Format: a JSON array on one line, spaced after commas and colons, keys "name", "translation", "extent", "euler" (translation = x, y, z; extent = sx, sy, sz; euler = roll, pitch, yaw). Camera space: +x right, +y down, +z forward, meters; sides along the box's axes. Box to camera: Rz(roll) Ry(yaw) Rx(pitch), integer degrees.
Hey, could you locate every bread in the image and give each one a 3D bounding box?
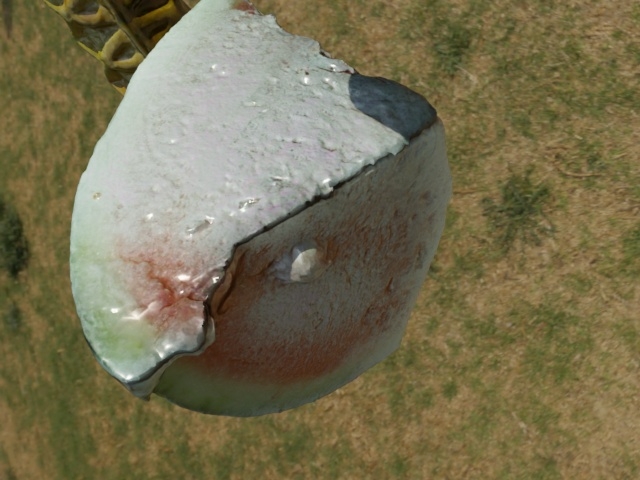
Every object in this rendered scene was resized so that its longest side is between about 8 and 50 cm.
[{"name": "bread", "translation": [-0.188, -0.225, 0.595], "extent": [0.098, 0.269, 0.087], "euler": [-15, 44, 22]}]

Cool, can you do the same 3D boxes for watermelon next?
[{"name": "watermelon", "translation": [0.000, 0.000, 0.466], "extent": [0.213, 0.320, 0.289], "euler": [-21, 126, 27]}]
